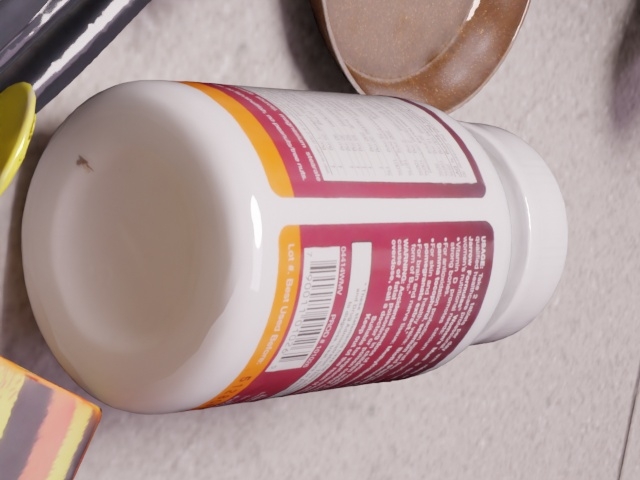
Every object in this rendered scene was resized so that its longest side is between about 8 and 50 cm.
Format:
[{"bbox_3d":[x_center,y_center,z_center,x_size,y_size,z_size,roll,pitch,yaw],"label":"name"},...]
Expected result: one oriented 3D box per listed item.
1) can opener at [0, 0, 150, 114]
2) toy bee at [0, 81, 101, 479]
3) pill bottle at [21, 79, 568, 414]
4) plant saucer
[{"bbox_3d":[-0.070,-0.103,0.602,0.186,0.073,0.059,-40,139,-24],"label":"can opener"},{"bbox_3d":[-0.151,0.045,0.468,0.298,0.162,0.195,3,101,-51],"label":"toy bee"},{"bbox_3d":[0.000,0.000,0.669,0.221,0.121,0.121,-2,103,-51],"label":"pill bottle"},{"bbox_3d":[0.045,-0.138,0.753,0.168,0.029,0.168,-19,116,-47],"label":"plant saucer"}]
